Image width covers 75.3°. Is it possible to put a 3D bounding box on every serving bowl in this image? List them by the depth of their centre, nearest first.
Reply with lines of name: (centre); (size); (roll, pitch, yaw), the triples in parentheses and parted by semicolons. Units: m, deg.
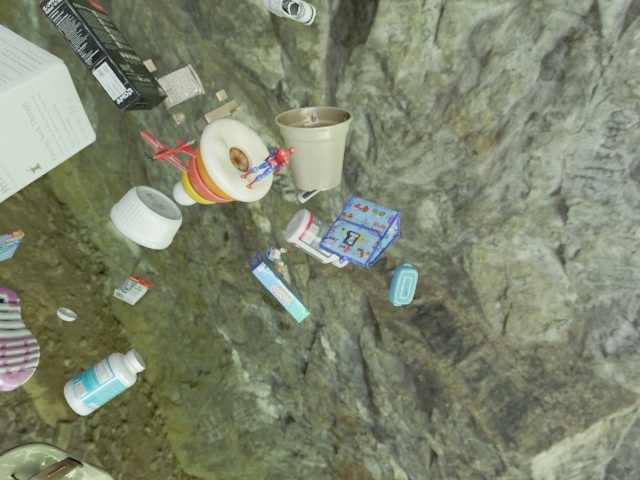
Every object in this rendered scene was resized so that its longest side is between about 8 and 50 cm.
serving bowl: (-1.103, 0.324, 1.797); (0.083, 0.027, 0.083); (34, -3, 2)

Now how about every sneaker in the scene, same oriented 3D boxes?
sneaker: (-0.658, 0.209, 0.843); (0.236, 0.104, 0.095); (52, 12, 26)
sneaker: (-0.130, -0.862, 1.515); (0.235, 0.094, 0.090); (30, -59, 25)

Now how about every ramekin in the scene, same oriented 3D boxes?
ramekin: (-0.546, -0.081, 1.329); (0.207, 0.109, 0.207); (39, 15, -12)

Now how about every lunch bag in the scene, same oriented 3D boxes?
lunch bag: (0.149, -0.012, 1.631); (0.220, 0.293, 0.138); (23, -36, 26)

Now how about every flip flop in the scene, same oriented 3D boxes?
flip flop: (-0.570, 0.523, 0.894); (0.277, 0.112, 0.080); (41, -25, -29)

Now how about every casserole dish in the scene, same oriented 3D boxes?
casserole dish: (0.350, 0.190, 1.733); (0.037, 0.114, 0.189); (-146, -115, -64)

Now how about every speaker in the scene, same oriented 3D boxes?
speaker: (-0.060, -0.263, 2.261); (0.055, 0.136, 0.055); (50, 16, -20)

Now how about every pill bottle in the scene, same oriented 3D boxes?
pill bottle: (-0.817, 0.531, 1.591); (0.146, 0.264, 0.146); (51, -16, 22)
pill bottle: (0.000, 0.000, 1.990); (0.318, 0.176, 0.176); (33, -3, -23)

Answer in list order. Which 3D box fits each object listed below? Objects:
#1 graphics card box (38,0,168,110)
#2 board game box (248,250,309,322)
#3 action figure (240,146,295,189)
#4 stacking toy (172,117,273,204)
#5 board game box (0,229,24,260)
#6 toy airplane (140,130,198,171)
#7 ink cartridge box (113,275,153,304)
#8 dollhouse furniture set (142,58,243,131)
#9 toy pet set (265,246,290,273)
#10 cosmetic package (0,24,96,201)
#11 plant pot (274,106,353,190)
graphics card box: (-0.686, -0.604, 1.350); (0.371, 0.094, 0.233); (53, 12, -14)
board game box: (-0.128, 0.137, 1.258); (0.210, 0.047, 0.160); (49, -3, -15)
action figure: (-0.094, -0.140, 0.775); (0.038, 0.115, 0.030); (61, 18, 7)
stacking toy: (-0.469, -0.270, 1.780); (0.479, 0.350, 0.351); (-20, -85, 38)
board game box: (-1.128, 0.057, 1.350); (0.027, 0.145, 0.281); (49, 27, -2)
toy airplane: (-0.357, -0.216, 1.000); (0.151, 0.151, 0.028); (59, -45, 25)
ink cartridge box: (-0.550, 0.138, 1.232); (0.029, 0.062, 0.115); (-62, -177, 26)
dollhouse furniture set: (-0.559, -0.699, 1.870); (0.173, 0.303, 0.356); (3, -54, 57)
toy pet set: (-0.222, 0.091, 2.100); (0.065, 0.122, 0.114); (0, -24, 35)
cosmetic package: (-1.039, -0.412, 1.337); (0.327, 0.394, 0.329); (31, -32, 12)
plant pot: (-0.020, -0.397, 1.838); (0.334, 0.333, 0.306); (46, -34, 51)
